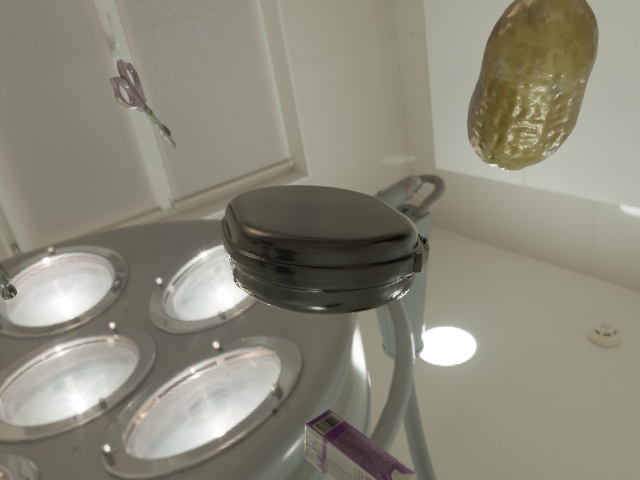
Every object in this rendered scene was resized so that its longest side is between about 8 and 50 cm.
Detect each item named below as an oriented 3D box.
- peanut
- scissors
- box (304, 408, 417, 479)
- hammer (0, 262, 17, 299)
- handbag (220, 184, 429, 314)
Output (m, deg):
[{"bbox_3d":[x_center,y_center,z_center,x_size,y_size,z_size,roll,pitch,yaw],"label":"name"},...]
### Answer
[{"bbox_3d":[0.245,-0.183,0.623,0.129,0.224,0.129,1,-127,-1],"label":"peanut"},{"bbox_3d":[-0.347,-0.261,1.080,0.021,0.212,0.111,-14,-130,18],"label":"scissors"},{"bbox_3d":[0.036,0.216,0.514,0.036,0.051,0.117,-22,-145,-40],"label":"box"},{"bbox_3d":[-0.663,0.094,0.905,0.246,0.103,0.029,-20,-145,-14],"label":"hammer"},{"bbox_3d":[0.000,0.001,0.697,0.253,0.093,0.308,-1,-162,-15],"label":"handbag"}]
